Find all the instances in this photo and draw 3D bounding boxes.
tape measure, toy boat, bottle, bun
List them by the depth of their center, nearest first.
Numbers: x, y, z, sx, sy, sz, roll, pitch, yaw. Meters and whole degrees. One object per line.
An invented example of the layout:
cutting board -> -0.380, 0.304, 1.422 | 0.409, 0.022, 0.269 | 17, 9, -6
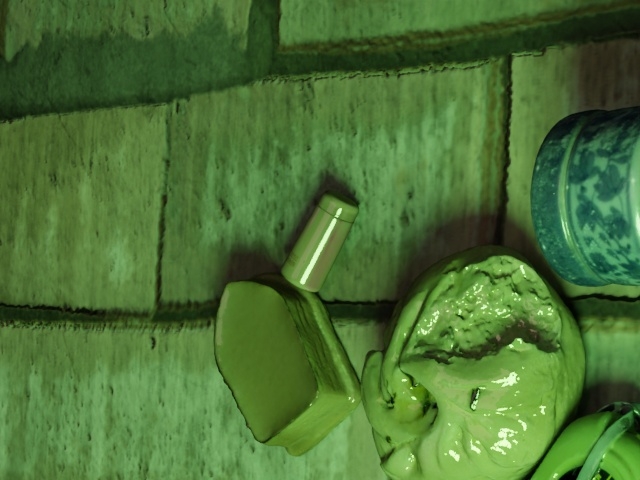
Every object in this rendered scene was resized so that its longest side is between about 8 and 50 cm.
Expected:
tape measure -> 0.233, 0.226, 1.302 | 0.177, 0.087, 0.154 | -61, 40, 14
bun -> 0.123, 0.119, 1.395 | 0.210, 0.116, 0.237 | 20, 99, 41
bottle -> 0.000, 0.000, 1.565 | 0.045, 0.045, 0.096 | 37, 107, 38
toy boat -> -0.044, 0.108, 1.576 | 0.116, 0.061, 0.188 | -44, 57, 28

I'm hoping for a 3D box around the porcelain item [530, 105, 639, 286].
porcelain item -> 0.246, -0.036, 1.293 | 0.114, 0.147, 0.147 | -2, 82, 43
